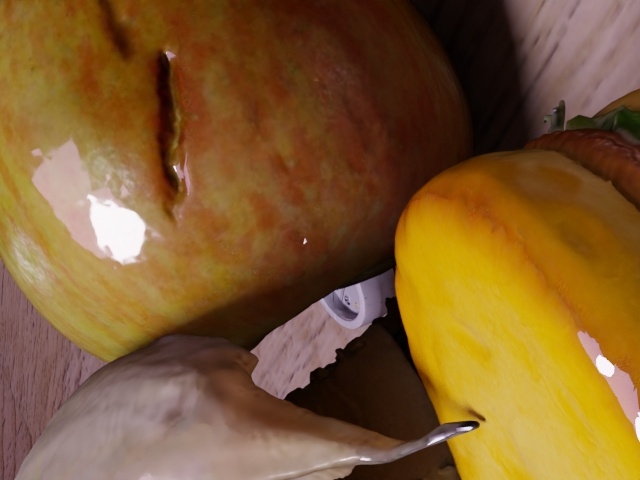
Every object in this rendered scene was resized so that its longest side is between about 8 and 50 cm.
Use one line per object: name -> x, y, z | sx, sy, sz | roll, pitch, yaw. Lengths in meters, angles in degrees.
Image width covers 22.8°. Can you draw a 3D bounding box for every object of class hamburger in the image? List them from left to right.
hamburger -> 0.049, 0.162, 0.914 | 0.245, 0.155, 0.282 | 6, 117, 57
hamburger -> 0.145, 0.050, 0.591 | 0.246, 0.170, 0.246 | 60, 166, 24

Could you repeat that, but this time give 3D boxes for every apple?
apple -> -0.061, -0.065, 0.825 | 0.264, 0.264, 0.264 | 46, 146, 44

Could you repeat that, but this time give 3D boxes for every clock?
clock -> 0.000, 0.000, 1.021 | 0.129, 0.041, 0.087 | 35, 142, 45

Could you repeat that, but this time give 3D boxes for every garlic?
garlic -> -0.049, 0.123, 0.737 | 0.338, 0.196, 0.151 | 101, -177, -55
